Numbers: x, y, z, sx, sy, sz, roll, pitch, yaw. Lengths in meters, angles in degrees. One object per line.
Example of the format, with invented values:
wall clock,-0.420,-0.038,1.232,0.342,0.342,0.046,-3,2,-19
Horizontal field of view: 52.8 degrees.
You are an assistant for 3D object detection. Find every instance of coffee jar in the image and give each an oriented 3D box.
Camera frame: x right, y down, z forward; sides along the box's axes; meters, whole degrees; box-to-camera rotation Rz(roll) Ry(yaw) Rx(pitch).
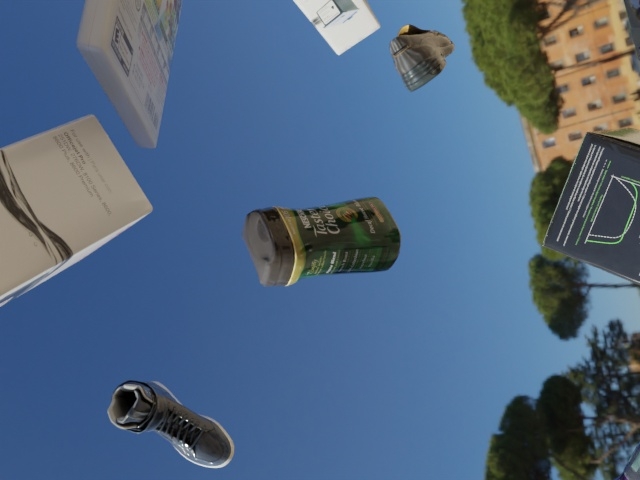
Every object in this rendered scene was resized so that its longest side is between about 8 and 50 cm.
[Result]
coffee jar,0.000,0.000,0.791,0.184,0.079,0.096,-8,-130,-26

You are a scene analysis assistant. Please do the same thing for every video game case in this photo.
video game case,-0.246,-0.321,0.888,0.329,0.036,0.300,108,169,-78

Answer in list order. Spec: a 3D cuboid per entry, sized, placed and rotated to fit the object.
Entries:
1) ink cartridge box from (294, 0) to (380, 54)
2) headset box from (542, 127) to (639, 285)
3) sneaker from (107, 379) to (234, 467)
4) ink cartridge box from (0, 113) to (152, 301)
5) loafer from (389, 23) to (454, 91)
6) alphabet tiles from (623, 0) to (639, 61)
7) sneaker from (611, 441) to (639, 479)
ink cartridge box,-0.006,-0.368,0.888,0.190,0.082,0.140,25,-142,-62
headset box,0.425,-0.017,0.689,0.246,0.283,0.131,-17,-53,-55
sneaker,-0.264,0.321,1.115,0.086,0.226,0.163,-58,-16,-9
ink cartridge box,-0.462,0.015,0.838,0.395,0.285,0.166,-40,-78,-46
loafer,0.120,-0.233,0.772,0.061,0.062,0.170,52,-155,-14
alphabet tiles,0.491,-0.258,0.716,0.011,0.342,0.285,-44,-56,-10
sneaker,0.374,0.260,0.566,0.223,0.098,0.083,39,-169,29
